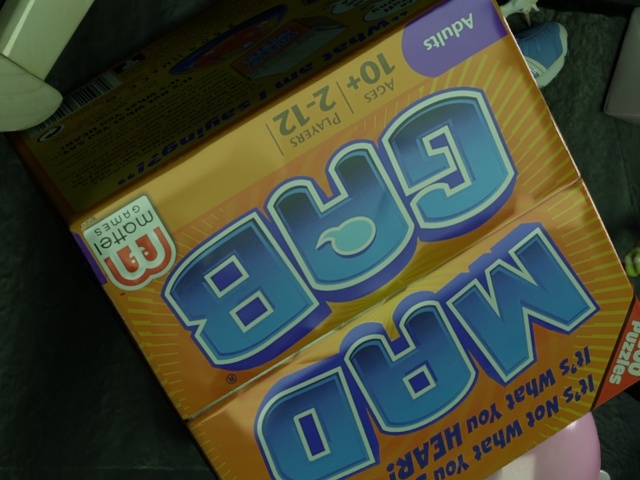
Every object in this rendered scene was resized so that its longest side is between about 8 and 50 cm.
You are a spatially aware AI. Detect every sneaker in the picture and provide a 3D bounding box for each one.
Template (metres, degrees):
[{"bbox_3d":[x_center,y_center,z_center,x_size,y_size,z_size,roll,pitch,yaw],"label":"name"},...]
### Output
[{"bbox_3d":[0.146,-0.162,1.869,0.211,0.080,0.081,-29,111,-20],"label":"sneaker"}]

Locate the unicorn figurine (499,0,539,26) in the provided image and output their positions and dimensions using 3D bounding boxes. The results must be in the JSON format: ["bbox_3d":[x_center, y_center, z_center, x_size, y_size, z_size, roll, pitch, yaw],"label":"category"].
[{"bbox_3d":[0.146,-0.257,1.865,0.111,0.060,0.162,-25,109,-20],"label":"unicorn figurine"}]

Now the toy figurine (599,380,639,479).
[{"bbox_3d":[0.314,0.223,1.985,0.209,0.148,0.213,-47,117,-6],"label":"toy figurine"}]

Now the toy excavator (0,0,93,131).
[{"bbox_3d":[-0.212,-0.366,1.607,0.433,0.222,0.445,-37,121,-15],"label":"toy excavator"}]

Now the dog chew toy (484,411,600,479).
[{"bbox_3d":[0.151,0.246,1.849,0.207,0.206,0.332,-26,143,-20],"label":"dog chew toy"}]

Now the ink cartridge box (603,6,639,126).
[{"bbox_3d":[0.489,-0.127,1.970,0.353,0.207,0.119,16,88,-27],"label":"ink cartridge box"}]

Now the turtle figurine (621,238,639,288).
[{"bbox_3d":[0.419,-0.020,1.973,0.269,0.217,0.087,-7,81,-27],"label":"turtle figurine"}]

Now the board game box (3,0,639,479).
[{"bbox_3d":[0.000,0.000,1.637,0.356,0.356,0.356,-31,111,-7],"label":"board game box"}]
